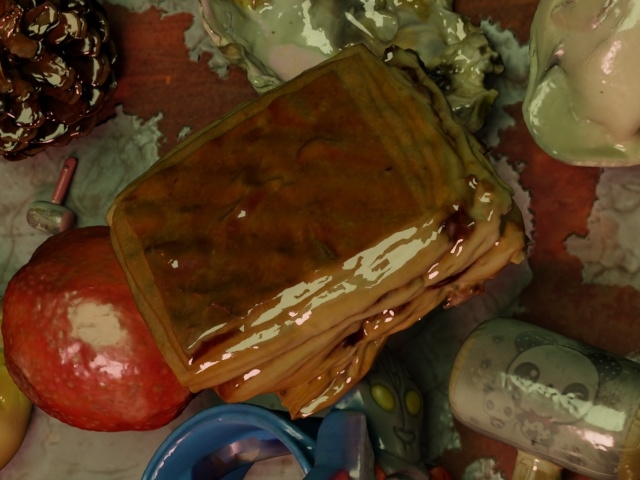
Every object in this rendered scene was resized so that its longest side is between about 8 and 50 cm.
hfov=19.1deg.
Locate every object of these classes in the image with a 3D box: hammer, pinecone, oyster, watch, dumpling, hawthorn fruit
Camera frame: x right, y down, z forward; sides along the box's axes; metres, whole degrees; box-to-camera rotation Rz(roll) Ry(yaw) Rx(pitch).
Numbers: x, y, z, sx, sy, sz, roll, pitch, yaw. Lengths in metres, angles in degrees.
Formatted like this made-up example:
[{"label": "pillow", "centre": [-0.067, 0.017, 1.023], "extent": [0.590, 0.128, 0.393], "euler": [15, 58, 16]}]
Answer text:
[{"label": "hammer", "centre": [-0.267, -0.047, 1.953], "extent": [0.053, 0.031, 0.083], "euler": [14, 76, 21]}, {"label": "pinecone", "centre": [-0.314, -0.190, 1.900], "extent": [0.221, 0.221, 0.221], "euler": [-4, 80, 22]}, {"label": "hammer", "centre": [0.183, 0.233, 1.683], "extent": [0.202, 0.113, 0.305], "euler": [20, 98, 28]}, {"label": "oyster", "centre": [0.017, -0.193, 1.825], "extent": [0.201, 0.107, 0.354], "euler": [-36, 58, -21]}, {"label": "watch", "centre": [-0.036, 0.232, 1.713], "extent": [0.275, 0.241, 0.305], "euler": [-11, 70, 36]}, {"label": "dumpling", "centre": [0.321, -0.196, 1.681], "extent": [0.243, 0.187, 0.318], "euler": [26, 102, -15]}, {"label": "hawthorn fruit", "centre": [-0.174, 0.087, 1.803], "extent": [0.253, 0.205, 0.205], "euler": [6, 83, 13]}]

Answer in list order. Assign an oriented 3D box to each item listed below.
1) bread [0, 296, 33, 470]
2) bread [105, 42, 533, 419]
[{"label": "bread", "centre": [-0.387, 0.146, 1.928], "extent": [0.213, 0.105, 0.213], "euler": [-4, 81, 25]}, {"label": "bread", "centre": [0.000, 0.000, 1.653], "extent": [0.325, 0.167, 0.277], "euler": [-30, 46, 1]}]
